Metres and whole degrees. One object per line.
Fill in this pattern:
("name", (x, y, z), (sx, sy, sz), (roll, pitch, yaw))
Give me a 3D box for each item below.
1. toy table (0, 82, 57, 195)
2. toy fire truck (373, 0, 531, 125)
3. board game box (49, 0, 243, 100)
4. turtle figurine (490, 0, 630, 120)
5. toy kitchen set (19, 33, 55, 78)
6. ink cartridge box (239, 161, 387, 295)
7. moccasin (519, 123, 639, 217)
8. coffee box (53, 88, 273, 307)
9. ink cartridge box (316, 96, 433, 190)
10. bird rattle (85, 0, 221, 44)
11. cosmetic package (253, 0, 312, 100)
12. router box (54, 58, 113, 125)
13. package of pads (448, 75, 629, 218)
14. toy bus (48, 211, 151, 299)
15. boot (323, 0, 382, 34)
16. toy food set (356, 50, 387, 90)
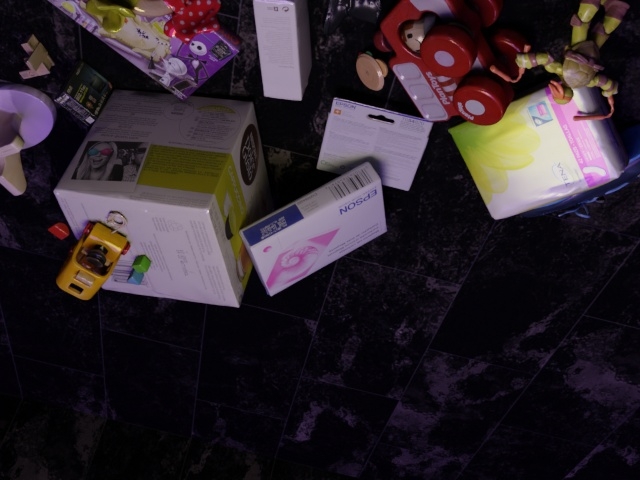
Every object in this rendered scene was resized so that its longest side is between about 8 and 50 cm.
("toy table", (-0.760, -0.244, 1.939), (0.274, 0.161, 0.252), (-23, 129, 37))
("toy fire truck", (0.229, -0.346, 1.564), (0.254, 0.169, 0.302), (0, 142, 45))
("board game box", (-0.353, -0.446, 1.675), (0.347, 0.056, 0.208), (35, 132, -25))
("turtle figurine", (0.446, -0.331, 1.461), (0.270, 0.087, 0.217), (16, 102, -18))
("toy kitchen set", (-0.639, -0.388, 1.802), (0.075, 0.068, 0.083), (-7, 137, 22))
("ink cartridge box", (0.000, 0.000, 1.915), (0.324, 0.071, 0.330), (-29, 150, -7))
("moccasin", (0.571, -0.118, 1.750), (0.342, 0.137, 0.117), (-22, 138, 35))
("coffee box", (-0.323, -0.096, 1.854), (0.338, 0.334, 0.337), (7, 141, 12))
("ink cartridge box", (0.117, -0.220, 1.818), (0.223, 0.045, 0.224), (14, 141, -2))
("bird rattle", (-0.306, -0.472, 1.525), (0.254, 0.143, 0.206), (0, 101, -16))
("cosmetic package", (-0.070, -0.396, 1.602), (0.086, 0.117, 0.231), (8, 139, 8))
("router box", (-0.513, -0.322, 1.805), (0.038, 0.122, 0.092), (-29, 126, 34))
("package of pads", (0.439, -0.187, 1.666), (0.297, 0.101, 0.229), (-20, 104, 35))
("toy bus", (-0.473, 0.045, 1.725), (0.191, 0.104, 0.202), (1, 139, 18))
("boot", (0.062, -0.433, 1.579), (0.099, 0.045, 0.121), (12, 140, -4))
("toy food set", (0.101, -0.341, 1.666), (0.082, 0.020, 0.083), (44, 154, 27))
